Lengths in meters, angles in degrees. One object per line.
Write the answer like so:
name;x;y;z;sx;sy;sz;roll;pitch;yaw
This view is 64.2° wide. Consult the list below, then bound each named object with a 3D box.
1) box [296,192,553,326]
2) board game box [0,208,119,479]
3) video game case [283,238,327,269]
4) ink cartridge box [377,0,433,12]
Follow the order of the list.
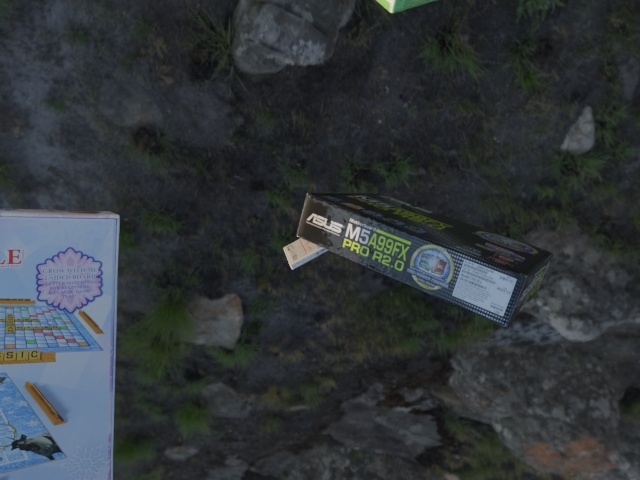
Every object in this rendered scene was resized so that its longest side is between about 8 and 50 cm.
box;0.138;0.006;0.651;0.216;0.269;0.060;-9;118;-58
board game box;-0.357;0.127;0.464;0.318;0.319;0.065;1;-174;-31
video game case;0.000;0.000;0.827;0.121;0.087;0.011;-29;110;-1
ink cartridge box;0.135;-0.338;0.471;0.278;0.201;0.117;-23;145;-17
